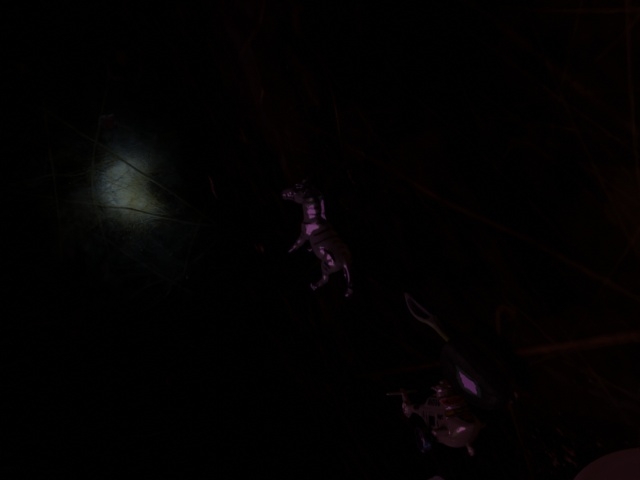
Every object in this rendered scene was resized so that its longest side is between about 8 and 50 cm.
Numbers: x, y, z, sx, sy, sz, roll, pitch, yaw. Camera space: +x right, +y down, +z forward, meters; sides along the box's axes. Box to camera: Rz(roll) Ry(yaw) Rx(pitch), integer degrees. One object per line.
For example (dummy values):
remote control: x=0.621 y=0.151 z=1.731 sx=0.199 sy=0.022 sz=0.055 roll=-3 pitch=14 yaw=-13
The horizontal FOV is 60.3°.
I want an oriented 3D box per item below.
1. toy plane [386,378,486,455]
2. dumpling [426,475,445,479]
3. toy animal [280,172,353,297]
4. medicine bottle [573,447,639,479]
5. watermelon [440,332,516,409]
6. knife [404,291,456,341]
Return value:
toy plane: x=0.187 y=0.287 z=0.923 sx=0.286 sy=0.091 sz=0.108 roll=131 pitch=132 yaw=-73
dumpling: x=0.241 y=0.671 z=1.142 sx=0.320 sy=0.211 sz=0.270 roll=-1 pitch=113 yaw=61
toy animal: x=0.004 y=-0.003 z=1.047 sx=0.217 sy=0.073 sz=0.176 roll=52 pitch=147 yaw=21
medicine bottle: x=0.303 y=0.326 z=0.466 sx=0.165 sy=0.165 sz=0.274 roll=30 pitch=145 yaw=62
watermelon: x=0.198 y=0.166 z=0.694 sx=0.111 sy=0.078 sz=0.078 roll=47 pitch=158 yaw=43
knife: x=0.175 y=0.131 z=0.808 sx=0.184 sy=0.022 sz=0.026 roll=44 pitch=131 yaw=50
